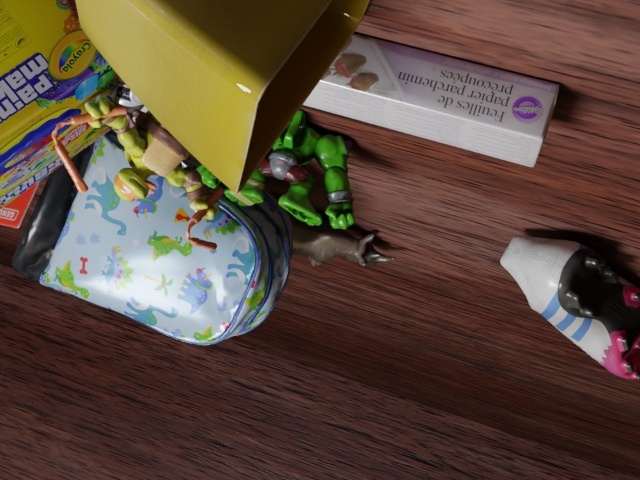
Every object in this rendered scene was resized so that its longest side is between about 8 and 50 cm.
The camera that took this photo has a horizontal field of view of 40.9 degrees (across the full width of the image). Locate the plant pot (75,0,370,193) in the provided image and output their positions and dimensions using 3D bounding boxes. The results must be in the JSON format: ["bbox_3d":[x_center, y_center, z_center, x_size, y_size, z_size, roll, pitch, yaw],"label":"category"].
[{"bbox_3d":[-0.077,-0.198,0.677,0.187,0.212,0.212,33,162,0],"label":"plant pot"}]

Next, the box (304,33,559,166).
[{"bbox_3d":[0.067,-0.154,0.854,0.324,0.063,0.067,17,163,12],"label":"box"}]

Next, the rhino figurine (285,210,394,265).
[{"bbox_3d":[0.000,0.000,1.376,0.243,0.073,0.106,17,165,8],"label":"rhino figurine"}]

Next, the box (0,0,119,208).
[{"bbox_3d":[-0.384,-0.139,0.910,0.177,0.290,0.279,51,164,-4],"label":"box"}]

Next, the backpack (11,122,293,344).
[{"bbox_3d":[-0.210,-0.005,1.185,0.355,0.290,0.273,25,-171,-16],"label":"backpack"}]

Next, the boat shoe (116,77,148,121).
[{"bbox_3d":[-0.213,-0.196,1.003,0.095,0.084,0.258,23,163,-8],"label":"boat shoe"}]

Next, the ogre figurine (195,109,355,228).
[{"bbox_3d":[-0.041,-0.093,1.065,0.197,0.118,0.097,13,163,23],"label":"ogre figurine"}]

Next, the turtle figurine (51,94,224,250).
[{"bbox_3d":[-0.157,-0.114,0.963,0.087,0.217,0.269,40,179,44],"label":"turtle figurine"}]

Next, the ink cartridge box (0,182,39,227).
[{"bbox_3d":[-0.465,-0.155,1.152,0.275,0.239,0.060,11,160,28],"label":"ink cartridge box"}]

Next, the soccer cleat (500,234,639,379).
[{"bbox_3d":[0.368,0.085,1.190,0.143,0.116,0.331,25,169,48],"label":"soccer cleat"}]
